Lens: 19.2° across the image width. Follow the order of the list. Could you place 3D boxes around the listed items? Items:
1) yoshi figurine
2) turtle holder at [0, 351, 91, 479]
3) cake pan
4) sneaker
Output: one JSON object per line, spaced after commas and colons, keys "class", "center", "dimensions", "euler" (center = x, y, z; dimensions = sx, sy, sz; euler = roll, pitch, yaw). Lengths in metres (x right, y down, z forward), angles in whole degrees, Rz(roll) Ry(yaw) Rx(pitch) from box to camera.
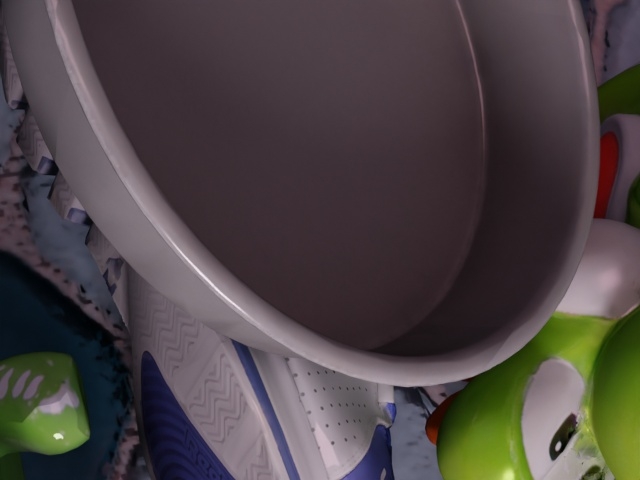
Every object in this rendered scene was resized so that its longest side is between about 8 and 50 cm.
{"class": "yoshi figurine", "center": [0.201, 0.006, 0.843], "dimensions": [0.203, 0.203, 0.362], "euler": [41, 61, -2]}
{"class": "turtle holder", "center": [-0.171, 0.144, 0.614], "dimensions": [0.228, 0.243, 0.320], "euler": [-13, 76, -6]}
{"class": "cake pan", "center": [-0.004, -0.083, 0.717], "dimensions": [0.293, 0.054, 0.293], "euler": [20, 61, -41]}
{"class": "sneaker", "center": [-0.001, -0.001, 0.807], "dimensions": [0.182, 0.127, 0.315], "euler": [-14, 71, -27]}
